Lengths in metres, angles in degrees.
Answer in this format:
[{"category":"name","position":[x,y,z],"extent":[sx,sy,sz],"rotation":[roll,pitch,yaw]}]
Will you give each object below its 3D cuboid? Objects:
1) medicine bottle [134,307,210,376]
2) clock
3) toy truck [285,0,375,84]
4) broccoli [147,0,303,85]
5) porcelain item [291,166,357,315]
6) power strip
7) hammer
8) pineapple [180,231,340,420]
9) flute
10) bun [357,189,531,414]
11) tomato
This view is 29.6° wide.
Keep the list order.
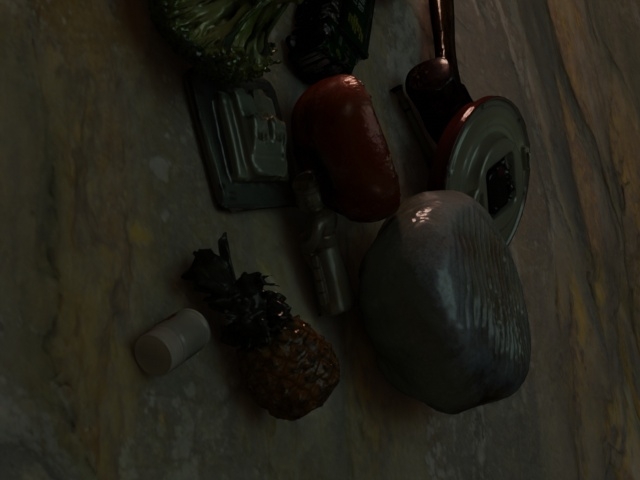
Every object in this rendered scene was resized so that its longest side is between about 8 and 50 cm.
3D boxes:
[{"category":"medicine bottle","position":[-0.178,0.122,1.462],"extent":[0.089,0.057,0.057],"rotation":[-36,105,-57]},{"category":"clock","position":[0.296,-0.099,2.162],"extent":[0.318,0.080,0.319],"rotation":[-24,119,-51]},{"category":"toy truck","position":[0.018,-0.361,1.975],"extent":[0.121,0.088,0.259],"rotation":[45,40,-36]},{"category":"broccoli","position":[-0.049,-0.340,1.624],"extent":[0.221,0.361,0.252],"rotation":[-55,141,-73]},{"category":"porcelain item","position":[0.000,0.000,1.764],"extent":[0.084,0.054,0.213],"rotation":[-42,120,-61]},{"category":"power strip","position":[-0.092,-0.149,1.722],"extent":[0.198,0.064,0.213],"rotation":[-8,82,-56]},{"category":"hammer","position":[0.235,-0.345,2.302],"extent":[0.242,0.095,0.409],"rotation":[50,30,-45]},{"category":"pineapple","position":[-0.081,0.112,1.562],"extent":[0.248,0.128,0.128],"rotation":[55,36,-17]},{"category":"flute","position":[0.187,-0.175,2.193],"extent":[0.233,0.027,0.027],"rotation":[62,33,-16]},{"category":"bun","position":[0.187,0.101,1.876],"extent":[0.362,0.211,0.362],"rotation":[38,41,-43]},{"category":"tomato","position":[0.027,-0.130,1.792],"extent":[0.095,0.236,0.237],"rotation":[-24,96,-16]}]
